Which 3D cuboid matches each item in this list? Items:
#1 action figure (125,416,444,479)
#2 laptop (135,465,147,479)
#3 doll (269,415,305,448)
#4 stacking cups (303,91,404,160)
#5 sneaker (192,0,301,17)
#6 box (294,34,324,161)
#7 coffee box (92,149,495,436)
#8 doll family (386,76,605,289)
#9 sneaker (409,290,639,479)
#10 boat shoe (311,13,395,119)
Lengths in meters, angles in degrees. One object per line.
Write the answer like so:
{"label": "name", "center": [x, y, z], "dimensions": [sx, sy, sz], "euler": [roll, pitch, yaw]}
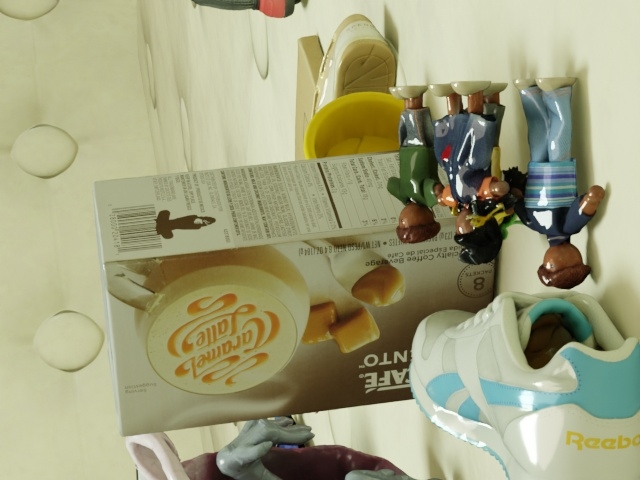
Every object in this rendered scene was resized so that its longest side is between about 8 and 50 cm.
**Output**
{"label": "action figure", "center": [-0.017, 0.340, 1.296], "dimensions": [0.248, 0.275, 0.370], "euler": [37, 118, 61]}
{"label": "laptop", "center": [-0.036, 0.448, 1.618], "dimensions": [0.382, 0.408, 0.236], "euler": [98, -164, -56]}
{"label": "doll", "center": [-0.037, 0.258, 2.020], "dimensions": [0.189, 0.046, 0.129], "euler": [-121, 26, -67]}
{"label": "stacking cups", "center": [0.038, 0.023, 1.305], "dimensions": [0.316, 0.096, 0.096], "euler": [88, 170, -54]}
{"label": "sneaker", "center": [-0.099, -0.344, 1.682], "dimensions": [0.098, 0.135, 0.276], "euler": [101, 161, -68]}
{"label": "box", "center": [0.005, -0.070, 1.601], "dimensions": [0.164, 0.021, 0.201], "euler": [93, 167, -45]}
{"label": "coffee box", "center": [-0.017, 0.031, 1.103], "dimensions": [0.098, 0.246, 0.141], "euler": [-108, 15, -54]}
{"label": "doll family", "center": [0.093, -0.032, 0.934], "dimensions": [0.193, 0.076, 0.111], "euler": [-166, 74, -77]}
{"label": "sneaker", "center": [0.111, 0.067, 0.890], "dimensions": [0.228, 0.087, 0.092], "euler": [-144, 54, -68]}
{"label": "boat shoe", "center": [0.024, -0.105, 1.349], "dimensions": [0.170, 0.063, 0.059], "euler": [105, 160, -43]}
